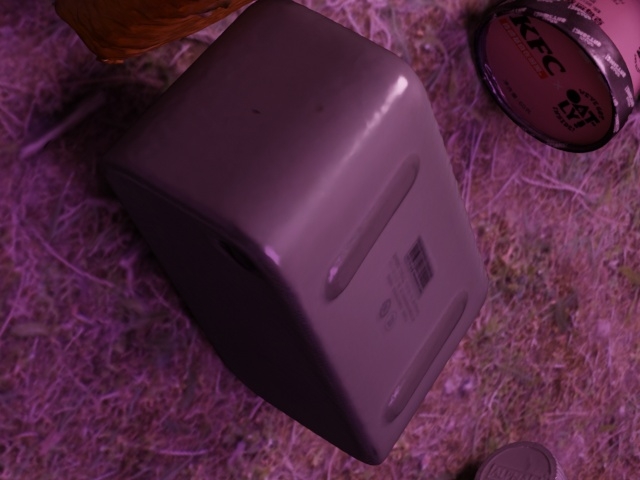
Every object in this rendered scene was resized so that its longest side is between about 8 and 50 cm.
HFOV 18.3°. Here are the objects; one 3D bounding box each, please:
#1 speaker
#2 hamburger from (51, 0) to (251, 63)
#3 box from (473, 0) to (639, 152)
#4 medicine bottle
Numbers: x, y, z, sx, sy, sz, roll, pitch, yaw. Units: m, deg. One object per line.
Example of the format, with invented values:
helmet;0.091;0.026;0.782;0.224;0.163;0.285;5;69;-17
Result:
speaker;0.000;0.000;1.531;0.184;0.183;0.406;-53;152;-15
hamburger;-0.100;-0.261;1.299;0.268;0.287;0.445;63;21;-8
box;0.231;-0.174;1.733;0.135;0.151;0.151;-44;133;-30
medicine bottle;0.223;0.286;1.947;0.088;0.132;0.188;-45;132;-15
